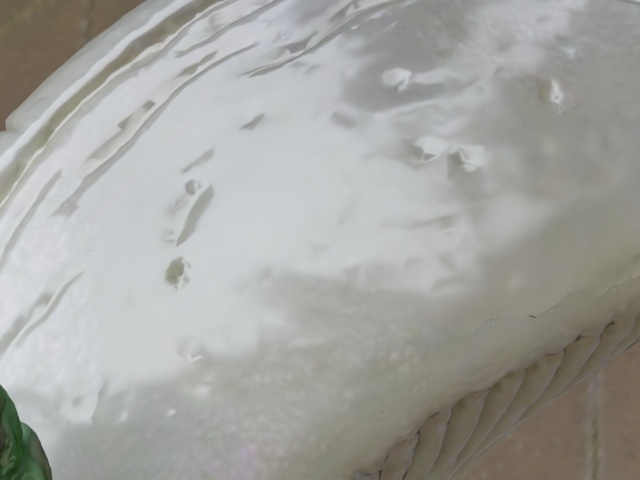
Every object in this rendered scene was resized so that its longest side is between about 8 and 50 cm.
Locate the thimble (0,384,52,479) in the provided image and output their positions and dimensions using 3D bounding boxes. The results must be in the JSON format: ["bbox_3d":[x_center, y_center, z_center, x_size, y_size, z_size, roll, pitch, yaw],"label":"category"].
[{"bbox_3d":[-0.112,0.147,0.361,0.150,0.219,0.219,-24,38,-10],"label":"thimble"}]

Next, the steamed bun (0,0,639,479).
[{"bbox_3d":[0.001,-0.005,0.591,0.383,0.247,0.236,-35,80,-5],"label":"steamed bun"}]
